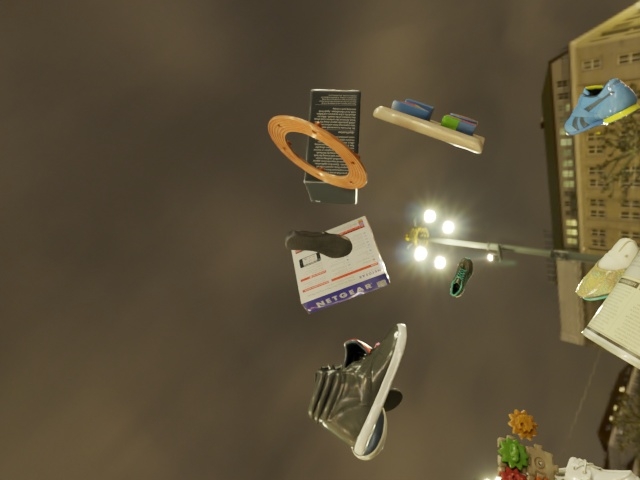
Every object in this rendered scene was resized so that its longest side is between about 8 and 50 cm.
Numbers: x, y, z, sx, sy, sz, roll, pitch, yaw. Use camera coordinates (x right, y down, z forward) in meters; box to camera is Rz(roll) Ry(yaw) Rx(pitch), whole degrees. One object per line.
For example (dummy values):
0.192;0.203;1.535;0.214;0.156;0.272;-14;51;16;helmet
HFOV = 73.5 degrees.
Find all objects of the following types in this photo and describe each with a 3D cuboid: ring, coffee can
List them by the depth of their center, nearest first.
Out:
0.625;0.105;0.735;0.201;0.201;0.276;23;-79;-43;coffee can
-0.006;-0.262;1.273;0.336;0.336;0.032;40;-105;-40;ring

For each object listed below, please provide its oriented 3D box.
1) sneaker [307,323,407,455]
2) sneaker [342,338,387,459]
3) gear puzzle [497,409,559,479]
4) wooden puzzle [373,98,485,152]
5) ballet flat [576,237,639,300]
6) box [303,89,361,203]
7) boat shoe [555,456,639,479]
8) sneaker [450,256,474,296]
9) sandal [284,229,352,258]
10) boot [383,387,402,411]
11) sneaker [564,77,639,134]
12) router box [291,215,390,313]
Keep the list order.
0.075;0.261;0.868;0.296;0.146;0.105;-54;-21;-42;sneaker
0.108;0.454;1.275;0.148;0.131;0.350;49;-153;-33;sneaker
0.571;0.625;1.163;0.044;0.175;0.339;101;-173;-49;gear puzzle
0.355;-0.368;1.326;0.348;0.321;0.081;-36;-34;-65;wooden puzzle
0.761;0.031;0.985;0.123;0.348;0.123;51;-153;-38;ballet flat
0.059;-0.383;1.811;0.293;0.211;0.396;68;-154;-79;box
0.708;0.644;1.167;0.098;0.277;0.096;3;-121;-39;boat shoe
0.541;0.147;1.648;0.076;0.064;0.167;-11;-63;-61;sneaker
0.000;-0.001;1.464;0.254;0.055;0.097;12;-51;-26;sandal
0.172;0.521;1.571;0.229;0.262;0.091;-67;-44;-64;boot
0.543;-0.267;0.852;0.069;0.209;0.082;-31;-90;7;sneaker
0.066;0.090;1.674;0.082;0.335;0.301;60;-168;-47;router box
